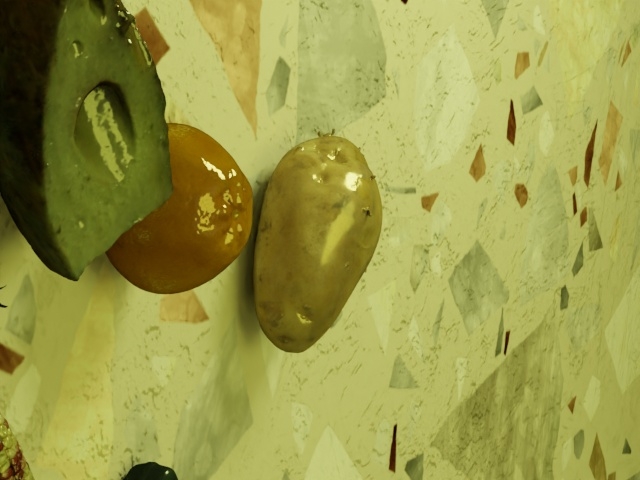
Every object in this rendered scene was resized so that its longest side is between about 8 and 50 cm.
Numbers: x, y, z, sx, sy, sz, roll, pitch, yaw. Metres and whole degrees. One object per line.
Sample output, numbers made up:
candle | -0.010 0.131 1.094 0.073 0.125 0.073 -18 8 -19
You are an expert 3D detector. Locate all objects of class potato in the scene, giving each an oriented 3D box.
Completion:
potato | -0.002 -0.002 1.980 0.235 0.128 0.161 -62 143 -29

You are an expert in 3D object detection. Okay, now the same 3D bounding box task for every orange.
orange | -0.131 -0.029 1.690 0.159 0.136 0.159 -9 100 -63

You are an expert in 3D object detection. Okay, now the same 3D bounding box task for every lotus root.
lotus root | -0.218 -0.120 1.464 0.142 0.210 0.314 -30 123 -27

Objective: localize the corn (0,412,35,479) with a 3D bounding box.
corn | -0.266 0.229 1.514 0.086 0.086 0.253 -53 138 -49

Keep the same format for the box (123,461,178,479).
box | -0.185 0.341 1.747 0.230 0.050 0.160 -60 146 -41

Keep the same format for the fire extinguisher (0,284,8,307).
fire extinguisher | -0.283 -0.031 1.495 0.049 0.035 0.173 -125 -152 -67
